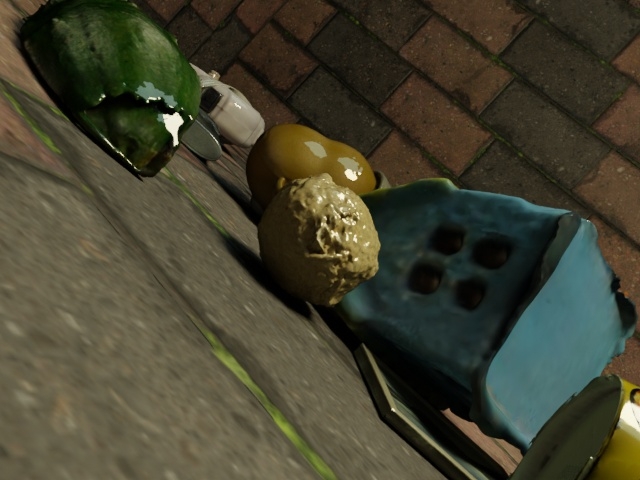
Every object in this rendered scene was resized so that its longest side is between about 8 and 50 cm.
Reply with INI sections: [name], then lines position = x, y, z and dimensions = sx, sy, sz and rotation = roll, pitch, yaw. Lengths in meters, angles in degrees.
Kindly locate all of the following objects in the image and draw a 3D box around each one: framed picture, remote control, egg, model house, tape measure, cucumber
[framed picture]
position = 0.115, 0.181, 0.607
dimensions = 0.203, 0.015, 0.150
rotation = 43, 4, -11
[remote control]
position = -0.210, -0.195, 1.163
dimensions = 0.107, 0.044, 0.377
rotation = 46, 3, -15
[egg]
position = 0.000, 0.000, 0.640
dimensions = 0.116, 0.118, 0.140
rotation = 27, -10, 16
[model house]
position = 0.145, 0.067, 0.741
dimensions = 0.303, 0.215, 0.237
rotation = 26, -14, 47
[tape measure]
position = -0.214, -0.281, 1.492
dimensions = 0.236, 0.120, 0.197
rotation = 35, 2, -35
[cucumber]
position = -0.193, -0.171, 0.652
dimensions = 0.145, 0.105, 0.325
rotation = 42, 7, -34

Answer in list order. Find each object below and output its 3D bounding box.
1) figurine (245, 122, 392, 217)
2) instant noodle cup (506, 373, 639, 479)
[figurine]
position = 0.017, -0.047, 0.977
dimensions = 0.285, 0.167, 0.342
rotation = 44, 0, -21
[instant noodle cup]
position = 0.195, 0.176, 0.410
dimensions = 0.144, 0.182, 0.182
rotation = 36, 2, 12
